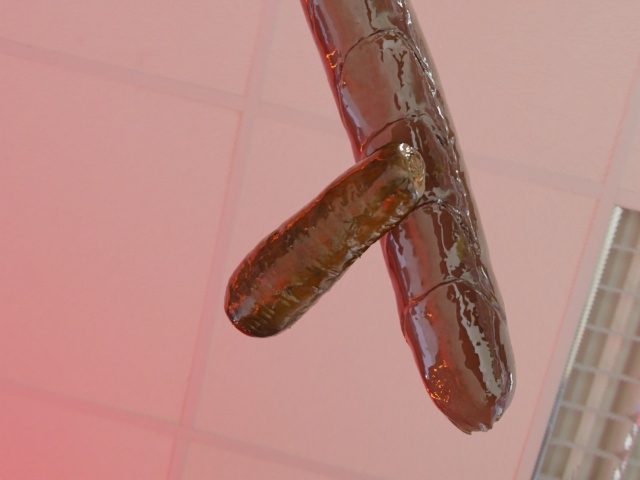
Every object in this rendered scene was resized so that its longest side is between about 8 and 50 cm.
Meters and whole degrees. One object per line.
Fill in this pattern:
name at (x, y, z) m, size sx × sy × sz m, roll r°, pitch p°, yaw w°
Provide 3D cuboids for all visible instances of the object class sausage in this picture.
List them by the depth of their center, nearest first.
sausage at (0.063, -0.059, 0.714) m, size 0.088 × 0.088 × 0.433 m, roll -16°, pitch -79°, yaw 10°

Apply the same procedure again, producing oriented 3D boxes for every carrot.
carrot at (0.000, 0.000, 0.671) m, size 0.060 × 0.060 × 0.186 m, roll 44°, pitch -66°, yaw -3°
